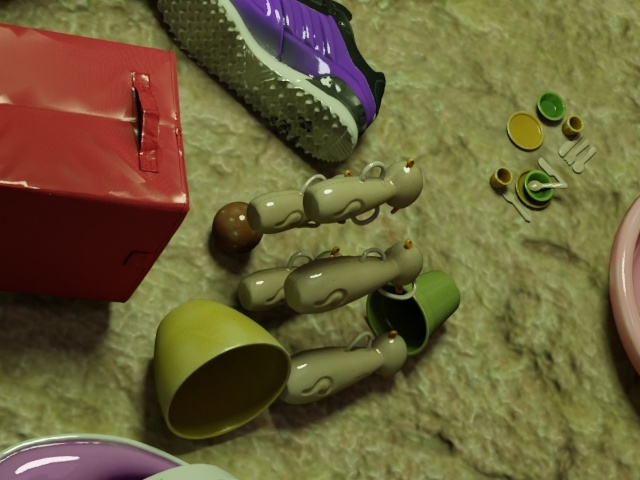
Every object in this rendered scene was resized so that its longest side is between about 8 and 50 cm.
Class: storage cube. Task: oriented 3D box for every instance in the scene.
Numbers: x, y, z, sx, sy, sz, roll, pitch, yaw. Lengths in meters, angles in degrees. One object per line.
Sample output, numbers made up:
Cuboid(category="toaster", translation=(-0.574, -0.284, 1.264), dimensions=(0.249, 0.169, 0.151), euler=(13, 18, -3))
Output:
Cuboid(category="storage cube", translation=(-0.250, -0.067, 1.523), dimensions=(0.193, 0.215, 0.184), euler=(7, 58, -26))

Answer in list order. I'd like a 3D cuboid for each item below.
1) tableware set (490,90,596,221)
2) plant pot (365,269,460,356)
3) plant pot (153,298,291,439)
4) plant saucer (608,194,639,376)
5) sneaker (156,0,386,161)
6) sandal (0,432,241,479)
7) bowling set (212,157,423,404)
Cuboid(category="tableware set", translation=(0.251, -0.102, 1.867), dimensions=(0.104, 0.024, 0.154), euler=(47, 60, 0))
Cuboid(category="plant pot", translation=(0.104, 0.069, 1.714), dimensions=(0.079, 0.083, 0.083), euler=(-28, 83, -43))
Cuboid(category="plant pot", translation=(-0.109, 0.113, 1.580), dimensions=(0.134, 0.134, 0.095), euler=(-14, 51, -27))
Cuboid(category="plant saucer", translation=(0.464, 0.078, 1.856), dimensions=(0.332, 0.084, 0.332), euler=(8, 67, -20))
Cuboid(category="sneaker", translation=(-0.046, -0.227, 1.752), dimensions=(0.293, 0.102, 0.146), euler=(45, 55, -7))
Cuboid(category="sandal", translation=(-0.123, 0.276, 1.513), dimensions=(0.416, 0.102, 0.169), euler=(18, 64, -16))
Cuboid(category="bowling set", translation=(0.000, 0.000, 1.637), dimensions=(0.154, 0.287, 0.200), euler=(-14, 43, -31))
